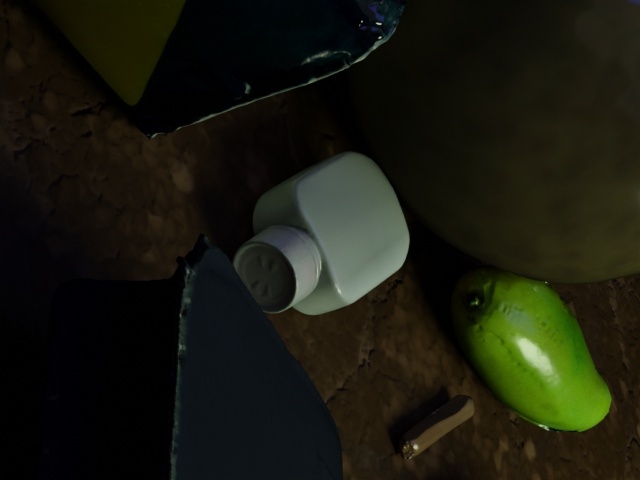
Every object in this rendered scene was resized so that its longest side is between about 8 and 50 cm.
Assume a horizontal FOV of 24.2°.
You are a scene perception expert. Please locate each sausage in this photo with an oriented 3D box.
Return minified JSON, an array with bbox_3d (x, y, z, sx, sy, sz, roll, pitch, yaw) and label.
[{"bbox_3d":[0.107,0.174,1.385,0.116,0.026,0.026,-25,95,-53],"label":"sausage"}]

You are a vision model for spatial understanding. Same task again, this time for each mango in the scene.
[{"bbox_3d":[0.209,0.106,1.475,0.233,0.111,0.125,40,52,-33],"label":"mango"}]

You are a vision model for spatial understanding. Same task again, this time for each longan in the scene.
[{"bbox_3d":[0.201,-0.148,1.363,0.336,0.404,0.404,-39,108,-30],"label":"longan"}]

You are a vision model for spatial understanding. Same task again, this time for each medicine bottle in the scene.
[{"bbox_3d":[0.000,0.000,1.285,0.183,0.069,0.119,-34,102,-54],"label":"medicine bottle"}]

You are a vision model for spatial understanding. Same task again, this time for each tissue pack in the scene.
[{"bbox_3d":[-0.131,-0.314,1.089,0.416,0.264,0.253,51,42,-26],"label":"tissue pack"}]

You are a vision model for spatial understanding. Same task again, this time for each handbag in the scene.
[{"bbox_3d":[-0.072,0.205,1.004,0.329,0.122,0.303,55,27,-50],"label":"handbag"}]

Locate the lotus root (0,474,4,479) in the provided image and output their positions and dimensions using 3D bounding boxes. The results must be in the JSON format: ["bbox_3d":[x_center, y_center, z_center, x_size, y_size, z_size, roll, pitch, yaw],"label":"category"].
[{"bbox_3d":[-0.303,0.175,0.753,0.375,0.111,0.390,11,73,-58],"label":"lotus root"}]
